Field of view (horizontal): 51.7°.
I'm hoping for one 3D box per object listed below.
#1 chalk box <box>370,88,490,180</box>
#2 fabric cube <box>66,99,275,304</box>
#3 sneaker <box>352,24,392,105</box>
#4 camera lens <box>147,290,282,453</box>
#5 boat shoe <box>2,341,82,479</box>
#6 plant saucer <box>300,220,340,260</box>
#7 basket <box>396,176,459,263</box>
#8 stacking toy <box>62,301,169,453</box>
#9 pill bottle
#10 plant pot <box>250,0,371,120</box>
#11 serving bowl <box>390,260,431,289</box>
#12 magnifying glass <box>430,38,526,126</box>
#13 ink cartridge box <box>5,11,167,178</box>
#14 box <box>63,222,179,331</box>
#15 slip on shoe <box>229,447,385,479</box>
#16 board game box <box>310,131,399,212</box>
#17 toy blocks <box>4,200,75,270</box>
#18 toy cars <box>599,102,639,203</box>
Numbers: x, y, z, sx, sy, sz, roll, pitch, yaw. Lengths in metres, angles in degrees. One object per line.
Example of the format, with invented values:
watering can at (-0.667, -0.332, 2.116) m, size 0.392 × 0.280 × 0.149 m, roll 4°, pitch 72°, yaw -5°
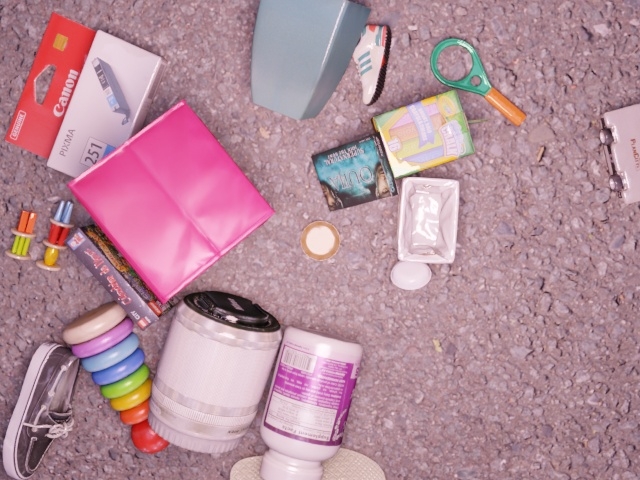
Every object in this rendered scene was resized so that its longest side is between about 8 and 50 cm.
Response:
chalk box at (0.219, -0.214, 1.293) m, size 0.213 × 0.132 × 0.132 m, roll -19°, pitch 96°, yaw 4°
fabric cube at (-0.275, -0.059, 1.242) m, size 0.259 × 0.254 × 0.258 m, roll -40°, pitch 95°, yaw -12°
sneaker at (0.093, -0.354, 1.326) m, size 0.075 × 0.057 × 0.161 m, roll 13°, pitch 99°, yaw 18°
camera lens at (-0.212, 0.253, 1.324) m, size 0.220 × 0.219 × 0.274 m, roll 19°, pitch 97°, yaw 0°
boat shoe at (-0.580, 0.376, 1.411) m, size 0.105 × 0.113 × 0.306 m, roll 17°, pitch 88°, yaw 15°
plant saucer at (0.000, 0.000, 1.387) m, size 0.084 × 0.015 × 0.083 m, roll 0°, pitch 98°, yaw 3°
basket at (0.212, -0.044, 1.328) m, size 0.114 × 0.103 × 0.167 m, roll 3°, pitch 98°, yaw 2°
stacking toy at (-0.405, 0.300, 1.395) m, size 0.141 × 0.141 × 0.330 m, roll -24°, pitch 102°, yaw 5°
pill bottle at (-0.026, 0.335, 1.328) m, size 0.169 × 0.169 × 0.301 m, roll 14°, pitch 87°, yaw 1°
plant pot at (-0.037, -0.360, 1.262) m, size 0.166 × 0.165 × 0.234 m, roll 24°, pitch 110°, yaw 12°
serving bowl at (0.187, 0.064, 1.370) m, size 0.084 × 0.027 × 0.083 m, roll 2°, pitch 131°, yaw 2°
magnifying glass at (0.320, -0.315, 1.332) m, size 0.231 × 0.026 × 0.092 m, roll 40°, pitch 97°, yaw -1°
ink cartridge box at (-0.491, -0.285, 1.349) m, size 0.261 × 0.066 × 0.296 m, roll 23°, pitch 97°, yaw -2°
box at (-0.396, 0.066, 1.340) m, size 0.044 × 0.159 × 0.233 m, roll -40°, pitch 94°, yaw 6°
slip on shoe at (-0.027, 0.519, 1.416) m, size 0.332 × 0.123 × 0.101 m, roll -2°, pitch 131°, yaw -3°
board game box at (0.065, -0.130, 1.300) m, size 0.026 × 0.186 × 0.126 m, roll -23°, pitch 97°, yaw -38°
toy blocks at (-0.586, -0.024, 1.390) m, size 0.123 × 0.054 × 0.148 m, roll 20°, pitch 97°, yaw -1°
toy cars at (0.695, -0.109, 1.312) m, size 0.394 × 0.087 × 0.176 m, roll 36°, pitch 92°, yaw 1°
